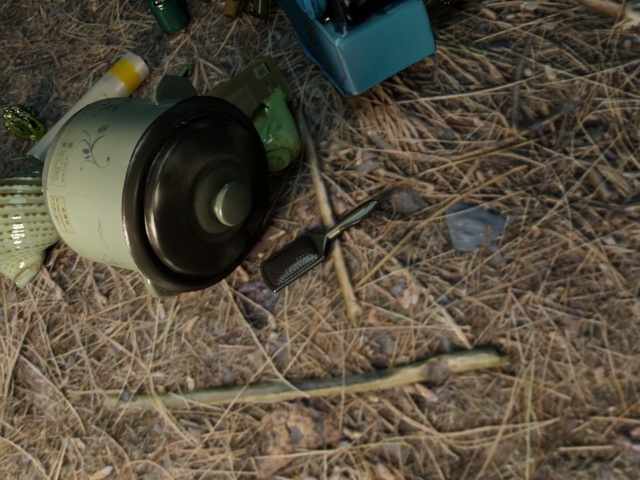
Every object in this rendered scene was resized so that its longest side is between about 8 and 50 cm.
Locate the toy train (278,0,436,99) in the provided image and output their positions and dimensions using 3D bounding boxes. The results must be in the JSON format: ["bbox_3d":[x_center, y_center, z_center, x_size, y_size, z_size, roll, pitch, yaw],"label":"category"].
[{"bbox_3d":[0.030,-0.372,1.336,0.188,0.265,0.300,-29,47,-5],"label":"toy train"}]

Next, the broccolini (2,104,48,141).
[{"bbox_3d":[-0.489,-0.191,1.650,0.216,0.058,0.067,23,111,30],"label":"broccolini"}]

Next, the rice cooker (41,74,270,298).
[{"bbox_3d":[-0.217,-0.074,1.267,0.316,0.264,0.317,0,91,39],"label":"rice cooker"}]

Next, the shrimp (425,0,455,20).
[{"bbox_3d":[0.274,-0.422,1.381,0.169,0.058,0.296,25,69,36],"label":"shrimp"}]

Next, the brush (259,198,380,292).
[{"bbox_3d":[0.000,0.000,1.256,0.193,0.016,0.063,-34,49,4],"label":"brush"}]

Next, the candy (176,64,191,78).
[{"bbox_3d":[-0.289,-0.200,1.532,0.077,0.073,0.262,1,52,42],"label":"candy"}]

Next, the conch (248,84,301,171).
[{"bbox_3d":[-0.082,-0.166,1.378,0.105,0.079,0.170,-12,47,9],"label":"conch"}]

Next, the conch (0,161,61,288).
[{"bbox_3d":[-0.482,-0.037,1.472,0.172,0.131,0.200,6,61,31],"label":"conch"}]

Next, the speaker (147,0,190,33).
[{"bbox_3d":[-0.266,-0.431,1.668,0.060,0.075,0.094,13,56,35],"label":"speaker"}]

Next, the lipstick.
[{"bbox_3d":[-0.400,-0.220,1.581,0.059,0.059,0.264,20,62,37],"label":"lipstick"}]

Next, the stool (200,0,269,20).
[{"bbox_3d":[-0.139,-0.461,1.590,0.153,0.228,0.139,16,86,-8],"label":"stool"}]

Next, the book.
[{"bbox_3d":[-0.141,-0.210,1.481,0.198,0.016,0.138,-32,49,5],"label":"book"}]
